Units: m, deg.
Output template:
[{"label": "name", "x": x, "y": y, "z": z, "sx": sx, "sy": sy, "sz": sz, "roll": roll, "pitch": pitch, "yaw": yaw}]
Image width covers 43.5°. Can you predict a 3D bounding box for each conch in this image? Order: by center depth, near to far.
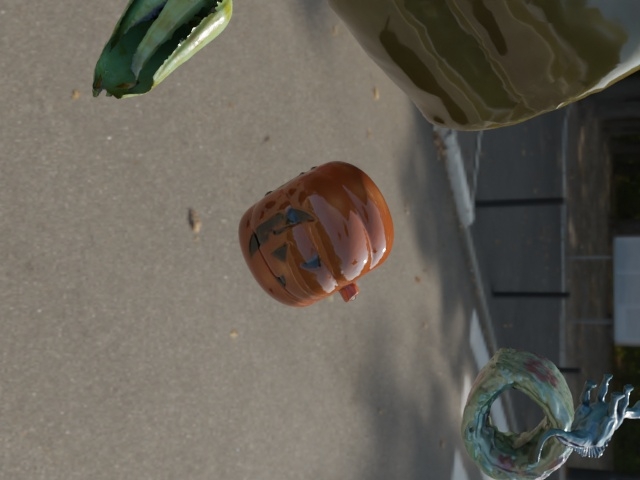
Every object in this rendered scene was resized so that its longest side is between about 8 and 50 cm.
[{"label": "conch", "x": -0.139, "y": -0.191, "z": 0.732, "sx": 0.079, "sy": 0.106, "sz": 0.170, "roll": 48, "pitch": 59, "yaw": -38}]

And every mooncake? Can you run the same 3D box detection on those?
[{"label": "mooncake", "x": 0.215, "y": -0.351, "z": 0.869, "sx": 0.262, "sy": 0.467, "sz": 0.467, "roll": 48, "pitch": 41, "yaw": -28}]

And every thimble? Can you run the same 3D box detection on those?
[{"label": "thimble", "x": 0.332, "y": 0.288, "z": 1.359, "sx": 0.149, "sy": 0.185, "sz": 0.211, "roll": -37, "pitch": 115, "yaw": -71}]

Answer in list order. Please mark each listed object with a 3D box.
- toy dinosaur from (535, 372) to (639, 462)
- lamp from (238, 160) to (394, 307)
[{"label": "toy dinosaur", "x": 0.289, "y": 0.186, "z": 0.834, "sx": 0.197, "sy": 0.045, "sz": 0.080, "roll": -9, "pitch": 113, "yaw": -38}, {"label": "lamp", "x": 0.000, "y": 0.000, "z": 0.960, "sx": 0.164, "sy": 0.188, "sz": 0.187, "roll": 62, "pitch": 24, "yaw": 0}]
